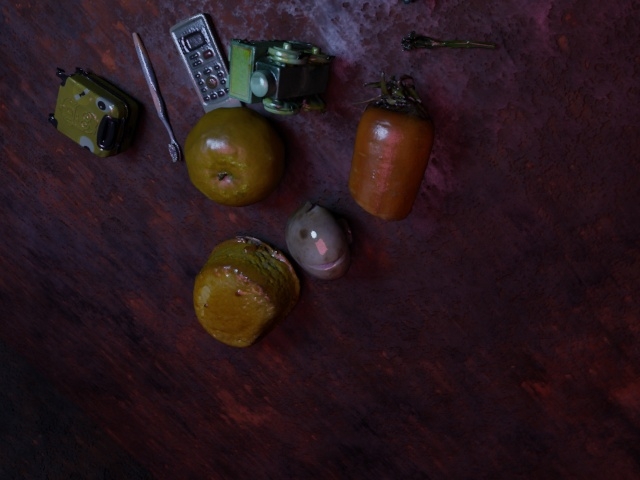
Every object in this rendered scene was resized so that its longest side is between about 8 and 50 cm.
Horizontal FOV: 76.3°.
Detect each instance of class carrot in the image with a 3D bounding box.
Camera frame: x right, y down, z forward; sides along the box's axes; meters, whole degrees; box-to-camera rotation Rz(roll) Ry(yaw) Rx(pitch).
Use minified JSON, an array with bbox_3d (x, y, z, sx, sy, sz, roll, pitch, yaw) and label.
[{"bbox_3d":[0.179,-0.243,1.016,0.193,0.214,0.331,0,123,-15],"label":"carrot"}]

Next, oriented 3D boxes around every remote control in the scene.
[{"bbox_3d":[-0.310,-0.468,1.141,0.123,0.038,0.286,-11,111,21],"label":"remote control"}]

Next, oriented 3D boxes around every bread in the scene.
[{"bbox_3d":[-0.248,0.176,1.339,0.336,0.204,0.358,30,118,-4],"label":"bread"}]

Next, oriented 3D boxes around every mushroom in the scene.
[{"bbox_3d":[0.000,0.000,1.181,0.184,0.255,0.255,-20,111,-12],"label":"mushroom"}]

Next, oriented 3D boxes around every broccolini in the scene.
[{"bbox_3d":[0.301,-0.463,0.967,0.217,0.044,0.042,10,102,6],"label":"broccolini"}]

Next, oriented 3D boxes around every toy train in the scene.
[{"bbox_3d":[-0.089,-0.400,0.986,0.188,0.271,0.159,25,124,23],"label":"toy train"}]

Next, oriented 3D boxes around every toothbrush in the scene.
[{"bbox_3d":[-0.489,-0.420,1.223,0.028,0.037,0.376,-7,110,16],"label":"toothbrush"}]

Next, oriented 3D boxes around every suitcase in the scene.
[{"bbox_3d":[-0.674,-0.383,1.232,0.234,0.143,0.194,33,119,0],"label":"suitcase"}]

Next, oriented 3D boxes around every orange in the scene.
[{"bbox_3d":[-0.230,-0.230,1.123,0.278,0.235,0.279,4,129,5],"label":"orange"}]

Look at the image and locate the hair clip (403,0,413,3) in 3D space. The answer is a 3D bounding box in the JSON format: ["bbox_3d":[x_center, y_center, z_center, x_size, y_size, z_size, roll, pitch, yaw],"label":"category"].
[{"bbox_3d":[0.283,-0.670,0.852,0.095,0.110,0.359,18,123,-39],"label":"hair clip"}]
